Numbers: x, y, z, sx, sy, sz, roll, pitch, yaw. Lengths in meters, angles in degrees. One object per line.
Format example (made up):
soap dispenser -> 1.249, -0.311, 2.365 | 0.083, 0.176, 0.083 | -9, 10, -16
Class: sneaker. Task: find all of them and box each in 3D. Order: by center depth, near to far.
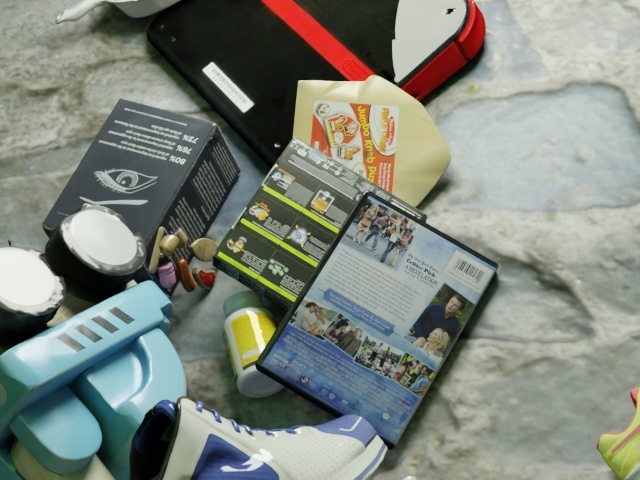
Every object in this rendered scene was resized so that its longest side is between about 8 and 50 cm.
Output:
sneaker -> -0.085, 0.223, 1.482 | 0.315, 0.127, 0.182 | -28, 83, -42
sneaker -> 0.368, 0.168, 1.517 | 0.208, 0.081, 0.094 | -43, 54, -11

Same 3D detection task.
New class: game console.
game console -> -0.008, -0.279, 1.945 | 0.342, 0.060, 0.386 | -41, 55, -4

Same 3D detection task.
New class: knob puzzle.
knob puzzle -> 0.062, -0.104, 1.792 | 0.213, 0.030, 0.213 | 0, 82, 3

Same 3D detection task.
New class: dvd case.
dvd case -> 0.066, 0.085, 1.662 | 0.180, 0.022, 0.253 | 30, 70, 7

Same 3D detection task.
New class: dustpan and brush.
dustpan and brush -> -0.270, -0.346, 2.047 | 0.211, 0.060, 0.147 | -34, 35, 9

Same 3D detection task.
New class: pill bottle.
pill bottle -> -0.077, 0.118, 1.697 | 0.065, 0.065, 0.116 | -21, 55, 4

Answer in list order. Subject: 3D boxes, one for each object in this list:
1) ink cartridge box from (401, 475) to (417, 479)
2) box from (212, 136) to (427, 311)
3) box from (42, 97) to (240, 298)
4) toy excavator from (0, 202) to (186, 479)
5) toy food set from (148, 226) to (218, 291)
ink cartridge box -> 0.073, 0.409, 1.428 | 0.211, 0.121, 0.289 | -29, 54, -3
box -> 0.000, 0.000, 1.724 | 0.190, 0.045, 0.184 | 30, 72, 7
box -> -0.220, -0.054, 1.825 | 0.153, 0.108, 0.207 | 17, 65, 26
toy excavator -> -0.253, 0.227, 1.553 | 0.445, 0.222, 0.433 | 45, 36, 11
toy food set -> -0.165, 0.027, 1.760 | 0.019, 0.122, 0.078 | 4, 75, 38
